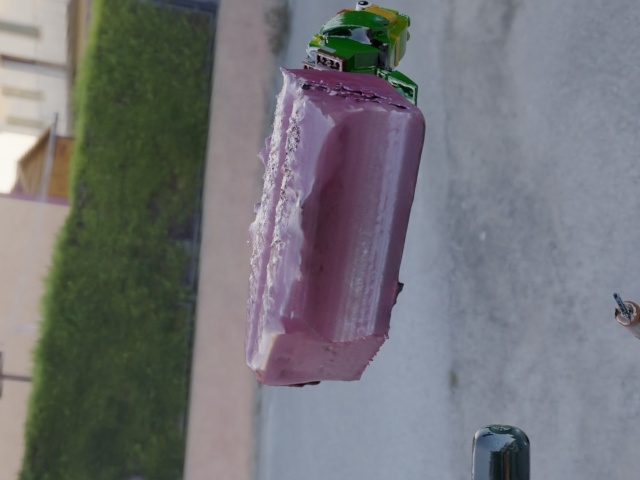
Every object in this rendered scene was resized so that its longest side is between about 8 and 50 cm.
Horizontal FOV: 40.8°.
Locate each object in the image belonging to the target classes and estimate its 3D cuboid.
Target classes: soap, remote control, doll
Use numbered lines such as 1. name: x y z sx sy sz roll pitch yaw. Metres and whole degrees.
1. soap: 0.000 0.000 0.841 0.220 0.127 0.325 -112 31 -67
2. remote control: 0.222 0.334 1.065 0.042 0.072 0.222 -44 -46 -73
3. doll: 0.053 -0.217 1.008 0.186 0.134 0.106 -77 -12 -48

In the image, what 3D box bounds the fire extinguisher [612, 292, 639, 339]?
1. fire extinguisher: 0.576 0.141 1.587 0.050 0.177 0.062 -27 58 23
